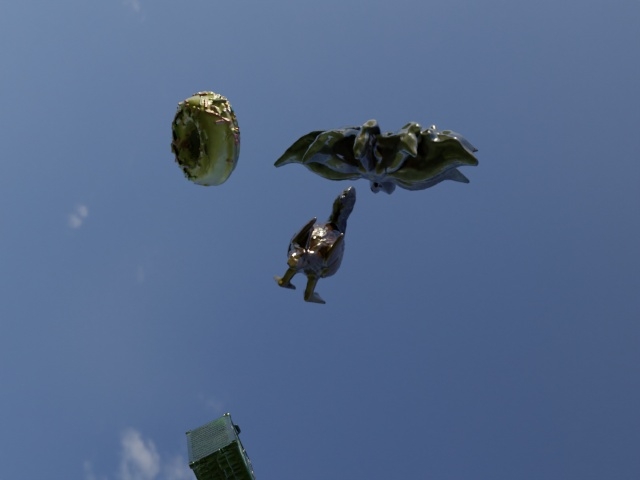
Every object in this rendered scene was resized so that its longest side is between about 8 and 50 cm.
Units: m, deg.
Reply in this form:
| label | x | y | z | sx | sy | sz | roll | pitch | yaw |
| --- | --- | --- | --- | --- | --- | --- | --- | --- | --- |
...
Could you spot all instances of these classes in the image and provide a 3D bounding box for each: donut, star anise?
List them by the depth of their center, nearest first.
| label | x | y | z | sx | sy | sz | roll | pitch | yaw |
| --- | --- | --- | --- | --- | --- | --- | --- | --- | --- |
| star anise | 0.064 | -0.085 | 0.916 | 0.204 | 0.180 | 0.061 | -3 | -104 | 40 |
| donut | -0.207 | -0.176 | 1.575 | 0.174 | 0.068 | 0.175 | 21 | -63 | 48 |

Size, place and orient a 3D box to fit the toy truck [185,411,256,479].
| label | x | y | z | sx | sy | sz | roll | pitch | yaw |
| --- | --- | --- | --- | --- | --- | --- | --- | --- | --- |
| toy truck | -0.156 | 0.359 | 1.443 | 0.088 | 0.259 | 0.121 | -25 | -85 | -8 |

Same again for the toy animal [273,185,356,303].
| label | x | y | z | sx | sy | sz | roll | pitch | yaw |
| --- | --- | --- | --- | --- | --- | --- | --- | --- | --- |
| toy animal | 0.000 | 0.000 | 1.301 | 0.089 | 0.188 | 0.179 | 28 | -84 | 9 |
